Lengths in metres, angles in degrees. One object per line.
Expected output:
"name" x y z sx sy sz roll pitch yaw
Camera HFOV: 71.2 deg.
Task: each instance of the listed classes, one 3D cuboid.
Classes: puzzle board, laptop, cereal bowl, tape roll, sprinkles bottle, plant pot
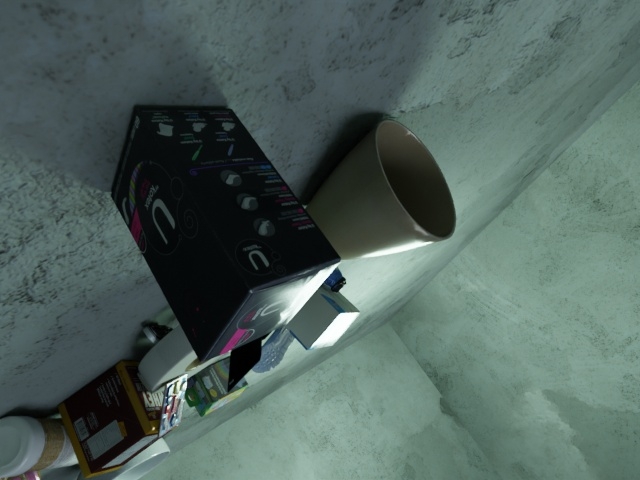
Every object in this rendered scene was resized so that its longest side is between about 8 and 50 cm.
"puzzle board" -0.358 0.400 1.093 0.096 0.011 0.128 3 97 -76
"laptop" -0.202 0.369 1.552 0.264 0.137 0.234 -10 149 -51
"cereal bowl" -0.760 0.841 1.696 0.338 0.141 0.339 -32 161 -13
"tape roll" -0.280 0.248 1.161 0.392 0.072 0.392 -37 169 -8
"sprinkles bottle" -0.661 0.498 1.096 0.121 0.121 0.355 -32 160 -12
"plant pot" 0.094 -0.067 0.934 0.274 0.257 0.256 -29 168 38

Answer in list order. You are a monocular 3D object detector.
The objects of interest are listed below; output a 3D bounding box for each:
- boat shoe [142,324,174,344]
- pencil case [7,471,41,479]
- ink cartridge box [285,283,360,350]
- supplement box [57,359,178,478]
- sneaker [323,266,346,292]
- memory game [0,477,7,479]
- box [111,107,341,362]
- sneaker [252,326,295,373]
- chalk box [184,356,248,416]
"boat shoe" -0.375 0.218 1.052 0.040 0.049 0.142 -40 168 -12
"pencil case" -0.861 0.629 1.017 0.160 0.167 0.385 -9 -178 41
"ink cartridge box" -0.004 0.247 1.514 0.168 0.171 0.232 -50 158 8
"supplement box" -0.502 0.438 1.118 0.194 0.191 0.129 -35 159 -1
"sneaker" 0.034 0.133 1.479 0.058 0.085 0.152 -44 159 22
"memory game" -0.782 0.538 0.965 0.012 0.187 0.186 7 -169 41
"box" -0.131 -0.018 0.567 0.143 0.270 0.165 -16 153 -45
"sneaker" -0.174 0.401 1.689 0.235 0.090 0.094 -46 -167 -19
"chalk box" -0.397 0.537 1.621 0.212 0.132 0.132 -15 152 -43
